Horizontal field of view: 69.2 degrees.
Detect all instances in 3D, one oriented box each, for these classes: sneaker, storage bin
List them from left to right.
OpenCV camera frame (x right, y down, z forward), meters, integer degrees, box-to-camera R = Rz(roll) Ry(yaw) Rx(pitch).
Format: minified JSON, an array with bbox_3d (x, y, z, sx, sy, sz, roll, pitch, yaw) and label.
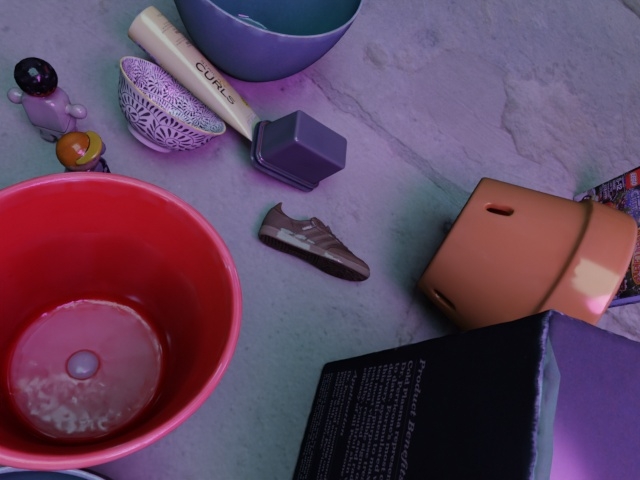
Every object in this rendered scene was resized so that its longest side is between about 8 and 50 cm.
[{"bbox_3d":[-0.025,-0.148,0.726,0.135,0.091,0.098,23,64,-40],"label":"storage bin"},{"bbox_3d":[0.000,0.000,0.727,0.188,0.066,0.071,25,66,-9],"label":"sneaker"}]

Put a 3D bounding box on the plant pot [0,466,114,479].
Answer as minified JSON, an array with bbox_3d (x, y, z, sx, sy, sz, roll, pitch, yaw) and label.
[{"bbox_3d":[-0.286,0.365,0.449,0.292,0.196,0.293,6,71,-16],"label":"plant pot"}]

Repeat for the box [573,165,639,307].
[{"bbox_3d":[0.547,0.000,0.850,0.044,0.159,0.233,13,69,-13],"label":"box"}]

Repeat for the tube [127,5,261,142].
[{"bbox_3d":[-0.182,-0.251,0.723,0.240,0.062,0.070,43,67,-16],"label":"tube"}]

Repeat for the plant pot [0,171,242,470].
[{"bbox_3d":[-0.247,0.106,0.497,0.274,0.243,0.275,14,56,-21],"label":"plant pot"}]

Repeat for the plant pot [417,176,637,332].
[{"bbox_3d":[0.285,0.037,0.707,0.203,0.291,0.291,32,65,12],"label":"plant pot"}]

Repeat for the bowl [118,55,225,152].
[{"bbox_3d":[-0.234,-0.185,0.689,0.170,0.170,0.080,41,109,-2],"label":"bowl"}]

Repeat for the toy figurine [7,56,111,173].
[{"bbox_3d":[-0.389,-0.116,0.580,0.209,0.148,0.213,-25,70,-23],"label":"toy figurine"}]

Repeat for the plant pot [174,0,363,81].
[{"bbox_3d":[-0.101,-0.369,0.735,0.290,0.195,0.290,8,66,-19],"label":"plant pot"}]

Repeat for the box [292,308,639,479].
[{"bbox_3d":[0.252,0.316,0.485,0.479,0.472,0.298,20,68,-11],"label":"box"}]
